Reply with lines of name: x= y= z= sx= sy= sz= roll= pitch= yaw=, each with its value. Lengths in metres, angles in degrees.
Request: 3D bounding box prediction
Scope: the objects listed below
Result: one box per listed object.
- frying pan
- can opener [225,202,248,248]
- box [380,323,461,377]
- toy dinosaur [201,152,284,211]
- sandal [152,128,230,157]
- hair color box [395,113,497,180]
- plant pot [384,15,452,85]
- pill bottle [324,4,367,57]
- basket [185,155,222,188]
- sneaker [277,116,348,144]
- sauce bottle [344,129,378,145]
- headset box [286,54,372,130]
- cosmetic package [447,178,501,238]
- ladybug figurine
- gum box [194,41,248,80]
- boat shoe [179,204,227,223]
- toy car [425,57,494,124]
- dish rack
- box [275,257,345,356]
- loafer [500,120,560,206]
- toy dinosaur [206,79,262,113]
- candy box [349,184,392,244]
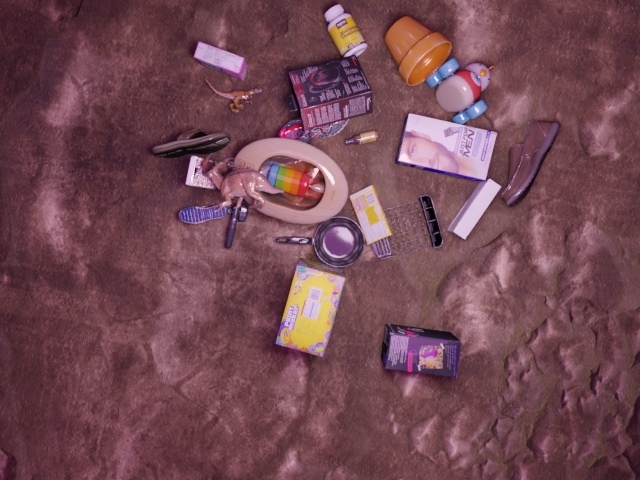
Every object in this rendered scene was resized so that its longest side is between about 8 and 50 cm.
frying pan: x=0.012 y=0.027 z=1.951 sx=0.326 sy=0.053 sz=0.197 roll=-20 pitch=93 yaw=4
can opener: x=-0.338 y=-0.058 z=1.946 sx=0.073 sy=0.059 sz=0.186 roll=17 pitch=93 yaw=-1
box: x=0.380 y=0.417 z=1.912 sx=0.271 sy=0.165 sz=0.143 roll=8 pitch=93 yaw=0
toy dinosaur: x=-0.281 y=-0.209 z=1.747 sx=0.296 sy=0.127 sz=0.200 roll=-2 pitch=99 yaw=1
sandal: x=-0.496 y=-0.381 z=1.906 sx=0.303 sy=0.120 sz=0.086 roll=-8 pitch=79 yaw=1
hair color box: x=0.472 y=-0.350 z=1.898 sx=0.339 sy=0.110 sz=0.185 roll=12 pitch=94 yaw=2
plant pot: x=0.344 y=-0.713 z=1.845 sx=0.205 sy=0.205 sz=0.188 roll=-37 pitch=76 yaw=2
pill bottle: x=0.091 y=-0.781 z=1.878 sx=0.103 sy=0.103 sz=0.184 roll=-30 pitch=93 yaw=2
basket: x=-0.434 y=-0.249 z=1.885 sx=0.103 sy=0.167 sz=0.113 roll=12 pitch=93 yaw=-4
sneaker: x=-0.021 y=-0.433 z=1.895 sx=0.299 sy=0.112 sz=0.120 roll=-28 pitch=93 yaw=1
sauce bottle: x=0.159 y=-0.393 z=1.931 sx=0.128 sy=0.042 sz=0.042 roll=-13 pitch=93 yaw=4
headset box: x=0.021 y=-0.541 z=1.832 sx=0.293 sy=0.110 sz=0.218 roll=-16 pitch=57 yaw=-3
cosmetic package: x=0.586 y=-0.119 z=1.913 sx=0.060 sy=0.099 sz=0.239 roll=34 pitch=94 yaw=-1
ladybug figurine: x=-0.113 y=-0.228 z=1.868 sx=0.450 sy=0.162 sz=0.305 roll=20 pitch=107 yaw=0
gum box: x=-0.377 y=-0.676 z=1.887 sx=0.188 sy=0.107 sz=0.062 roll=20 pitch=93 yaw=-1
boat shoe: x=-0.452 y=-0.102 z=1.940 sx=0.183 sy=0.066 sz=0.066 roll=-4 pitch=95 yaw=-5
toy car: x=0.559 y=-0.590 z=1.846 sx=0.238 sy=0.210 sz=0.219 roll=-38 pitch=96 yaw=-10
dish rack: x=0.316 y=-0.044 z=1.933 sx=0.272 sy=0.074 sz=0.208 roll=-16 pitch=91 yaw=3
box: x=-0.035 y=0.235 z=1.850 sx=0.177 sy=0.279 sz=0.289 roll=16 pitch=93 yaw=0
loafer: x=0.771 y=-0.297 z=1.901 sx=0.130 sy=0.134 sz=0.365 roll=28 pitch=83 yaw=22
toy dinosaur: x=-0.332 y=-0.554 z=1.926 sx=0.212 sy=0.064 sz=0.112 roll=-2 pitch=75 yaw=-8
candy box: x=0.193 y=-0.097 z=1.915 sx=0.105 sy=0.027 sz=0.205 roll=-24 pitch=81 yaw=32
